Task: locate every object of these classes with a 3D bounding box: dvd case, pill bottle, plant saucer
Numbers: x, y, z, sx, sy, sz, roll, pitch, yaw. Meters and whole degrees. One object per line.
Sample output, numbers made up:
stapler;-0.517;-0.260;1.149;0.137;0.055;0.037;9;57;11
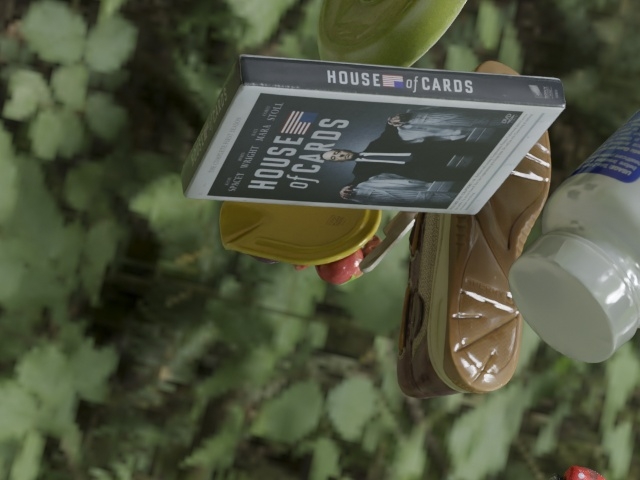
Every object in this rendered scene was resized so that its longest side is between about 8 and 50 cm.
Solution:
dvd case;0.034;-0.073;1.326;0.179;0.238;0.030;124;-36;-60
pill bottle;0.286;-0.021;1.559;0.272;0.152;0.152;-41;152;-26
plant saucer;0.075;-0.271;1.946;0.037;0.241;0.241;35;59;-32

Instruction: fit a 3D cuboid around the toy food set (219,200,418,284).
toy food set;0.000;0.000;1.877;0.128;0.217;0.071;-53;143;-35

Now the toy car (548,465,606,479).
toy car;0.224;0.353;1.951;0.225;0.239;0.053;56;21;-36

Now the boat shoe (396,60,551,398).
boat shoe;0.130;-0.009;1.731;0.123;0.123;0.342;-22;-127;48
